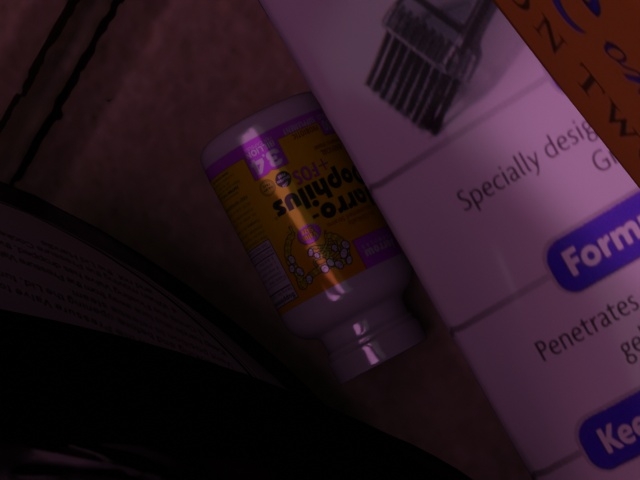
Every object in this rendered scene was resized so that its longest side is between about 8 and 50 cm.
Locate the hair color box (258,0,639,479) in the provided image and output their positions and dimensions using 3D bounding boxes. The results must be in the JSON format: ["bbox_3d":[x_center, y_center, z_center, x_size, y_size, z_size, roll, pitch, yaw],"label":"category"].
[{"bbox_3d":[0.149,0.025,0.491,0.185,0.110,0.339,-32,85,25],"label":"hair color box"}]

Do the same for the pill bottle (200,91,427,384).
[{"bbox_3d":[0.000,0.000,0.591,0.043,0.043,0.083,-30,86,26],"label":"pill bottle"}]

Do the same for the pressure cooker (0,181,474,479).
[{"bbox_3d":[-0.128,0.181,0.501,0.375,0.370,0.420,47,117,7],"label":"pressure cooker"}]

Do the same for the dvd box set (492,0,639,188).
[{"bbox_3d":[0.146,-0.144,0.394,0.307,0.062,0.420,-35,81,-17],"label":"dvd box set"}]
